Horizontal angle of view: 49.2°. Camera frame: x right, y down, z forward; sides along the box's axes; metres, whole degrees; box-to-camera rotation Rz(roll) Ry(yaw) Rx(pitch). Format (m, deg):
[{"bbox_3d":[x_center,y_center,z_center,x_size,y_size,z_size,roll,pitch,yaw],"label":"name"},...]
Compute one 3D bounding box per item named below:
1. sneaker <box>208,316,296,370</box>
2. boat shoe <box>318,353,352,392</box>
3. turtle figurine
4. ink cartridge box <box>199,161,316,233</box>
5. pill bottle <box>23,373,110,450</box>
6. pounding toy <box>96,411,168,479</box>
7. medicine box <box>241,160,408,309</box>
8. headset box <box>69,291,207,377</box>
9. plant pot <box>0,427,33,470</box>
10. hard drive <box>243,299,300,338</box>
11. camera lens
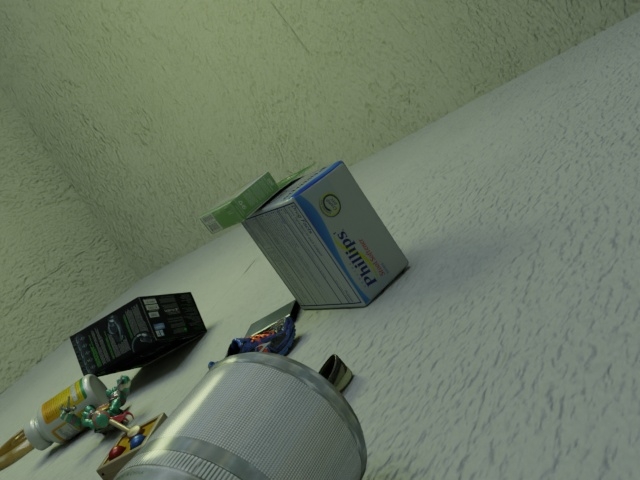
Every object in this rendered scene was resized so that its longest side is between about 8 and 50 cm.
[{"bbox_3d":[-0.134,0.221,1.406,0.221,0.087,0.083,-42,14,-34],"label":"sneaker"},{"bbox_3d":[-0.006,0.236,1.080,0.056,0.049,0.152,-24,15,39],"label":"boat shoe"},{"bbox_3d":[-0.519,0.401,1.652,0.175,0.118,0.234,-21,-5,-15],"label":"turtle figurine"},{"bbox_3d":[-0.139,-0.111,1.546,0.235,0.056,0.171,-44,14,-30],"label":"ink cartridge box"},{"bbox_3d":[-0.656,0.451,1.817,0.208,0.118,0.117,-34,11,-2],"label":"pill bottle"},{"bbox_3d":[-0.336,0.377,1.279,0.130,0.100,0.141,-30,12,15],"label":"pounding toy"},{"bbox_3d":[0.000,0.000,1.502,0.149,0.264,0.289,-40,13,-27],"label":"medicine box"},{"bbox_3d":[-0.509,0.264,1.942,0.283,0.131,0.246,-29,-12,20],"label":"headset box"},{"bbox_3d":[-0.876,0.589,2.070,0.236,0.032,0.236,-31,12,7],"label":"plant pot"},{"bbox_3d":[-0.112,0.192,1.631,0.135,0.022,0.094,-30,12,16],"label":"hard drive"},{"bbox_3d":[-0.090,0.269,0.738,0.219,0.219,0.274,-25,14,36],"label":"camera lens"}]
